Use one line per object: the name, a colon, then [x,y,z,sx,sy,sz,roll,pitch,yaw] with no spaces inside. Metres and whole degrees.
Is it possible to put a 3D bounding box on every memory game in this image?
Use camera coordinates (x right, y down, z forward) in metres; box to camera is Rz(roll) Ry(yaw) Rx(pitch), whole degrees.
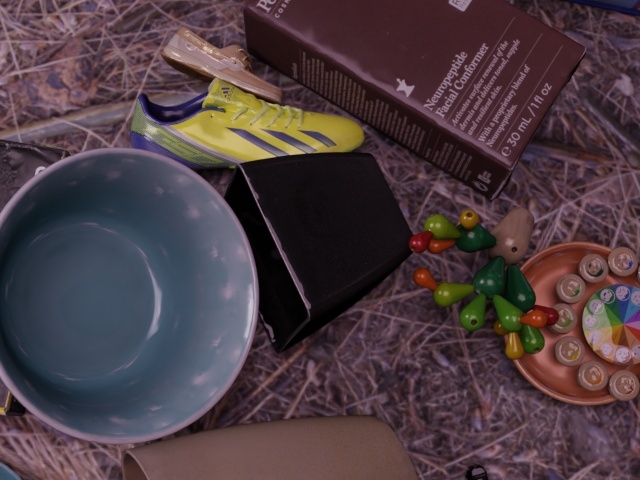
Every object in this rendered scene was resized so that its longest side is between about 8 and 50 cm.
memory game: [0.363,0.100,1.151,0.186,0.012,0.186,0,77,-2]

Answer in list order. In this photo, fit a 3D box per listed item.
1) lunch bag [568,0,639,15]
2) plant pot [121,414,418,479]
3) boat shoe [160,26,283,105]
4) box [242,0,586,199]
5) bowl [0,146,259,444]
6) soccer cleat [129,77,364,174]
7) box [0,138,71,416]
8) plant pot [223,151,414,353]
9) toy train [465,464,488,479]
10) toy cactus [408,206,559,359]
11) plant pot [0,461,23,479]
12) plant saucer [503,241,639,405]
lunch bag: [0.383,-0.372,1.194,0.293,0.221,0.138,24,77,4]
plant pot: [-0.039,0.295,1.031,0.274,0.256,0.257,-19,77,-22]
boat shoe: [-0.118,-0.224,1.226,0.170,0.063,0.059,25,83,5]
box: [0.111,-0.239,1.200,0.381,0.143,0.191,31,78,7]
bowl: [-0.240,0.063,1.071,0.311,0.163,0.312,4,82,-31]
soccer cleat: [-0.090,-0.140,1.178,0.289,0.093,0.121,-3,106,0]
box: [-0.454,0.031,1.150,0.257,0.079,0.322,9,77,2]
plant pot: [0.000,0.000,1.126,0.167,0.188,0.187,-21,77,-21]
toy train: [0.202,0.339,1.115,0.027,0.036,0.158,-14,78,-5]
toy cactus: [0.206,0.027,1.111,0.219,0.112,0.180,41,54,-10]
plant pot: [-0.443,0.375,0.991,0.290,0.290,0.196,6,113,0]
plant saucer: [0.317,0.102,1.175,0.199,0.037,0.200,0,78,-2]
